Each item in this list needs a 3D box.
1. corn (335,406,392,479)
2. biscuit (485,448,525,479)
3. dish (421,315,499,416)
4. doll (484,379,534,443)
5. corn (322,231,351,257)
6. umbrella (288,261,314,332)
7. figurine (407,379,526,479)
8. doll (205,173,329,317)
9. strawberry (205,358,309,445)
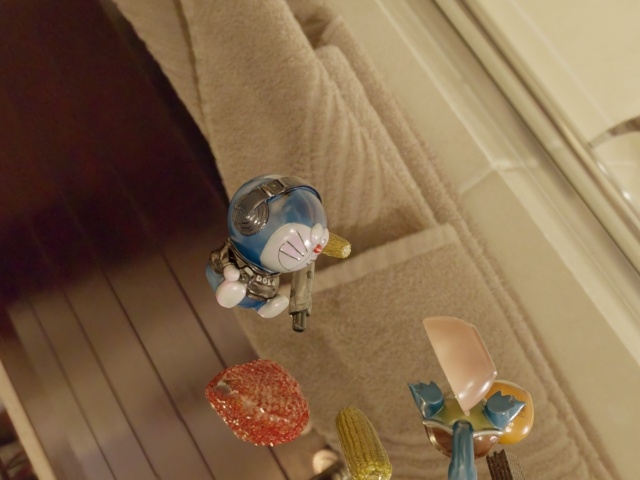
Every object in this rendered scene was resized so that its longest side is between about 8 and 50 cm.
[{"bbox_3d":[0.127,0.636,1.993,0.131,0.131,0.344,-33,-161,1],"label":"corn"},{"bbox_3d":[0.577,0.756,1.941,0.070,0.252,0.106,-31,137,25],"label":"biscuit"},{"bbox_3d":[0.268,0.218,1.198,0.091,0.213,0.213,-25,168,6],"label":"dish"},{"bbox_3d":[0.559,0.556,2.072,0.214,0.213,0.236,-25,170,-30],"label":"doll"},{"bbox_3d":[-0.003,-0.001,2.397,0.091,0.260,0.091,0,106,-55],"label":"corn"},{"bbox_3d":[-0.056,0.127,2.014,0.073,0.337,0.067,-18,143,33],"label":"umbrella"},{"bbox_3d":[0.360,0.446,1.584,0.298,0.242,0.416,-3,-175,12],"label":"figurine"},{"bbox_3d":[-0.117,-0.005,1.456,0.310,0.240,0.284,-52,152,12],"label":"doll"},{"bbox_3d":[-0.200,0.504,2.049,0.351,0.312,0.267,43,64,-47],"label":"strawberry"}]
